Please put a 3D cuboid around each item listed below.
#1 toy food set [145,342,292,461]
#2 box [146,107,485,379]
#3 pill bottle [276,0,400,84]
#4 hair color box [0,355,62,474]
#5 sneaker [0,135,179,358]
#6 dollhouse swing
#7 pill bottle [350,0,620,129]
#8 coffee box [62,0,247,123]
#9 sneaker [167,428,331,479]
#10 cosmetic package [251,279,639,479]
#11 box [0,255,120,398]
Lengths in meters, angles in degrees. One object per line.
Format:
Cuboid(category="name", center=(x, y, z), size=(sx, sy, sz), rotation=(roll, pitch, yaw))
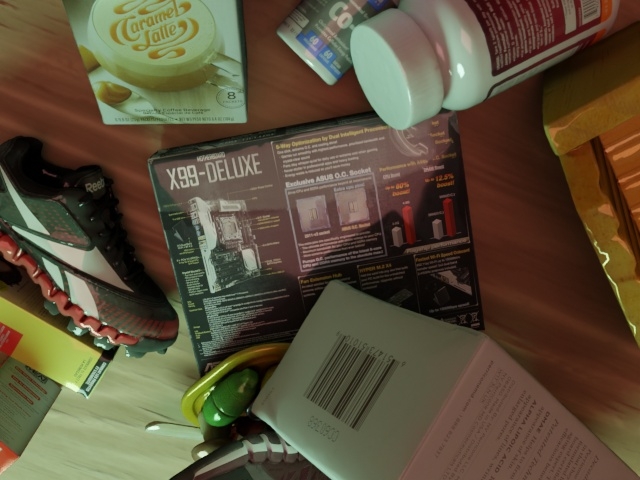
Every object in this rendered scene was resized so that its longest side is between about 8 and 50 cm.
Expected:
Cuboid(category="toy food set", center=(-0.076, 0.191, 0.754), size=(0.128, 0.071, 0.218), rotation=(25, 128, -34))
Cuboid(category="box", center=(0.000, 0.000, 0.754), size=(0.308, 0.076, 0.242), rotation=(-11, 106, 0))
Cuboid(category="pill bottle", center=(0.031, -0.223, 0.693), size=(0.078, 0.078, 0.137), rotation=(42, 100, -13))
Cuboid(category="hair color box", center=(-0.328, 0.177, 0.754), size=(0.043, 0.141, 0.072), rotation=(-42, 103, 9))
Cuboid(category="sneaker", center=(-0.238, 0.003, 0.732), size=(0.276, 0.097, 0.135), rotation=(42, 102, -11))
Cuboid(category="dollhouse swing", center=(0.417, -0.049, 0.663), size=(0.305, 0.315, 0.346), rotation=(-22, 106, 24))
Cuboid(category="pill bottle", center=(0.146, -0.193, 0.657), size=(0.221, 0.121, 0.121), rotation=(-28, 106, -12))
Cuboid(category="coffee box", center=(-0.137, -0.212, 0.606), size=(0.141, 0.098, 0.246), rotation=(-2, 149, -2))
Cuboid(category="sneaker", center=(-0.024, 0.272, 0.700), size=(0.106, 0.281, 0.162), rotation=(-43, 62, 30))
Cuboid(category="cosmetic package", center=(0.150, 0.217, 0.684), size=(0.385, 0.217, 0.156), rotation=(40, 78, -32))
Cuboid(category="box", center=(-0.321, 0.071, 0.755), size=(0.232, 0.087, 0.058), rotation=(33, 102, -12))
